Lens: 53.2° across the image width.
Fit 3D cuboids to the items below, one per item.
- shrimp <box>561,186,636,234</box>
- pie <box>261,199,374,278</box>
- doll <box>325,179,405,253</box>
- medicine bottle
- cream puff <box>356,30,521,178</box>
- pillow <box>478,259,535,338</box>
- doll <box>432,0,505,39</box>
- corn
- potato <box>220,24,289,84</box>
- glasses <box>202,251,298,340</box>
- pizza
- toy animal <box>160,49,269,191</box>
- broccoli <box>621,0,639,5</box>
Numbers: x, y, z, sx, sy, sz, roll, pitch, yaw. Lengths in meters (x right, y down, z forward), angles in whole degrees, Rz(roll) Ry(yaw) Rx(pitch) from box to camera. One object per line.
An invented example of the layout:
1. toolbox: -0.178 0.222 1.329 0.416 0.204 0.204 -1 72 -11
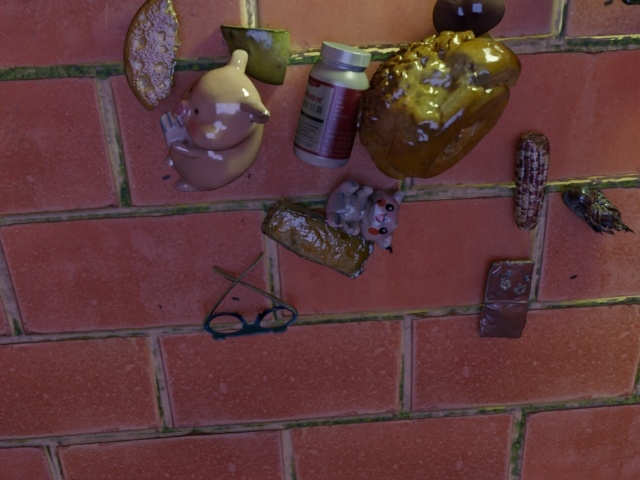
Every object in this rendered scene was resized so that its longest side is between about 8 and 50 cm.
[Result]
1. shrimp: 0.679 -0.068 1.541 0.233 0.079 0.090 27 72 -16
2. pie: 0.000 0.000 1.540 0.282 0.068 0.128 24 109 -16
3. doll: 0.106 -0.064 1.498 0.192 0.095 0.149 18 94 -10
4. medicine bottle: 0.026 -0.289 1.376 0.131 0.131 0.250 11 113 -8
5. cream puff: 0.224 -0.287 1.301 0.231 0.327 0.343 50 133 17
6. pillow: 0.478 0.153 1.644 0.126 0.043 0.232 -1 115 -3
7. doll: 0.307 -0.454 1.347 0.145 0.096 0.188 10 139 9
8. corn: 0.492 -0.135 1.503 0.079 0.079 0.237 -2 117 -2
9. potato: -0.141 -0.388 1.352 0.149 0.081 0.120 3 112 -5
10. glasses: -0.179 0.137 1.597 0.239 0.102 0.207 -4 86 0
11. pizza: -0.353 -0.397 1.349 0.127 0.058 0.246 0 112 -2
12. toy animal: -0.225 -0.240 1.337 0.213 0.195 0.256 -13 153 -15
13. broccoli: 0.607 -0.614 1.175 0.413 0.310 0.321 3 101 -36
